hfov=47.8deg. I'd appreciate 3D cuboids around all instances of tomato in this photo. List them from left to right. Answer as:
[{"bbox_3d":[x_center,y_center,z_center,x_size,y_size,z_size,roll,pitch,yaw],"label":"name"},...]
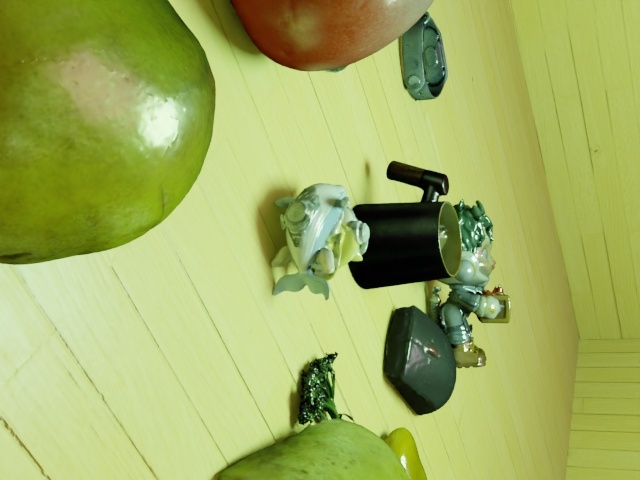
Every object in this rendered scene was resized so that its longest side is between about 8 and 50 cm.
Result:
[{"bbox_3d":[0.023,-0.395,1.016,0.321,0.321,0.321,19,69,-60],"label":"tomato"}]

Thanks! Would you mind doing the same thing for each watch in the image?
[{"bbox_3d":[0.246,-0.440,1.722,0.193,0.068,0.206,-32,115,-61],"label":"watch"}]

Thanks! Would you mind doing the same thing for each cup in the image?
[{"bbox_3d":[0.155,-0.032,1.352,0.166,0.177,0.239,-17,100,-61],"label":"cup"}]

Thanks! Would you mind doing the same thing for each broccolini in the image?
[{"bbox_3d":[0.011,0.322,1.156,0.123,0.062,0.271,-23,109,-51],"label":"broccolini"}]

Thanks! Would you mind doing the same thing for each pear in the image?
[{"bbox_3d":[-0.219,-0.113,0.568,0.321,0.269,0.269,-48,127,-55],"label":"pear"}]

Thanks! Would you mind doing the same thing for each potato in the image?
[{"bbox_3d":[0.057,0.399,1.009,0.280,0.213,0.330,-35,117,-47],"label":"potato"}]

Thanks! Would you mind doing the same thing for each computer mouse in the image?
[{"bbox_3d":[0.226,0.262,1.521,0.269,0.100,0.170,51,40,-47],"label":"computer mouse"}]

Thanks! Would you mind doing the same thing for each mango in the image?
[{"bbox_3d":[0.151,0.459,1.367,0.122,0.085,0.191,-13,87,-52],"label":"mango"}]

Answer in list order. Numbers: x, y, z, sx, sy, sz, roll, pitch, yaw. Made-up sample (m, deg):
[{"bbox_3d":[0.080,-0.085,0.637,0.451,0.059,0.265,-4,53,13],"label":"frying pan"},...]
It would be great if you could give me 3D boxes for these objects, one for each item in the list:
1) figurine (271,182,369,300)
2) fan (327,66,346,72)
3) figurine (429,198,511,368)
[{"bbox_3d":[0.000,0.000,1.115,0.184,0.128,0.208,51,51,-51],"label":"figurine"},{"bbox_3d":[0.003,-0.397,1.254,0.294,0.012,0.223,-29,126,-41],"label":"fan"},{"bbox_3d":[0.331,0.093,1.647,0.261,0.186,0.382,48,35,-87],"label":"figurine"}]
